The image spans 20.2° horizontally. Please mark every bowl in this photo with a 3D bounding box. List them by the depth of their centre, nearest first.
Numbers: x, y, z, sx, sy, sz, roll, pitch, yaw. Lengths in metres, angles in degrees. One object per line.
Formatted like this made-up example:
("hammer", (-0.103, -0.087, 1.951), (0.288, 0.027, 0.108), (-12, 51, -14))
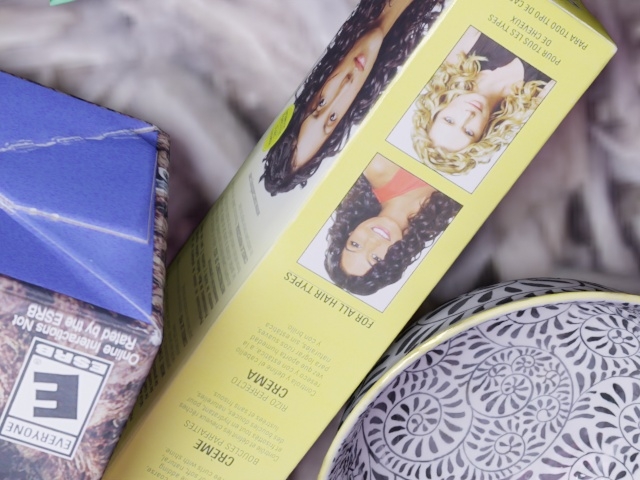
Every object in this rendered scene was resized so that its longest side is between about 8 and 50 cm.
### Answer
("bowl", (0.071, 0.074, 0.646), (0.170, 0.080, 0.170), (-6, 119, -10))

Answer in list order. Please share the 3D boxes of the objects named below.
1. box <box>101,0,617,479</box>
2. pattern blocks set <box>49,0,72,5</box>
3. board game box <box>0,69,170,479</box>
("box", (0.000, 0.000, 0.611), (0.058, 0.087, 0.232), (31, 106, -18))
("pattern blocks set", (-0.147, -0.208, 0.538), (0.285, 0.026, 0.325), (-24, 114, 5))
("board game box", (-0.207, 0.075, 0.580), (0.232, 0.141, 0.291), (19, 115, -13))
